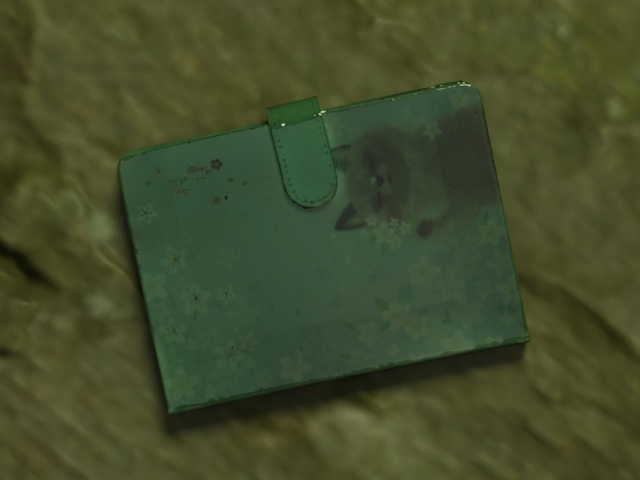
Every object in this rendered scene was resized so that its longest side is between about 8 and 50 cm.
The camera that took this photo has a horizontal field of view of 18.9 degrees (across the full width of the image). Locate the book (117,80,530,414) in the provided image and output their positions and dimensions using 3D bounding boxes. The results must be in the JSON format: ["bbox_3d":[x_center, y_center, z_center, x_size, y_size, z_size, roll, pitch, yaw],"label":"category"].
[{"bbox_3d":[0.000,0.000,0.695,0.135,0.017,0.103,-11,93,1],"label":"book"}]
